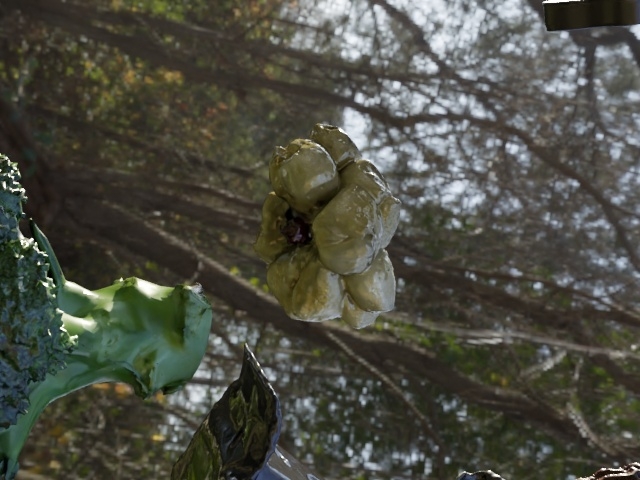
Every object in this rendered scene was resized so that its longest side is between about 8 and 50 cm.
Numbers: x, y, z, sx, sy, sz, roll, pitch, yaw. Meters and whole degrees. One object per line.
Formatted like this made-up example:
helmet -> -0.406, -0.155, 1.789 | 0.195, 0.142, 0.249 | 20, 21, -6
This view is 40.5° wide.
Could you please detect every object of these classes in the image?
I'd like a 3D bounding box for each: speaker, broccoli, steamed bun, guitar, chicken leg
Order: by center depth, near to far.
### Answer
broccoli -> -0.238, 0.084, 0.630 | 0.297, 0.297, 0.298 | -25, -120, 54
guitar -> 0.339, -0.233, 0.836 | 0.271, 0.084, 0.038 | 8, -67, 52
steamed bun -> 0.000, 0.000, 0.867 | 0.192, 0.106, 0.177 | 55, -31, 30
speaker -> 0.003, 0.314, 0.954 | 0.184, 0.388, 0.180 | -47, -155, 0
chicken leg -> 0.404, 0.390, 1.282 | 0.089, 0.219, 0.048 | -104, 166, -45

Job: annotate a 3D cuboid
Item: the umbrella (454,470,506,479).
umbrella -> 0.063, 0.160, 0.358 | 0.037, 0.040, 0.144 | -49, 143, -57
